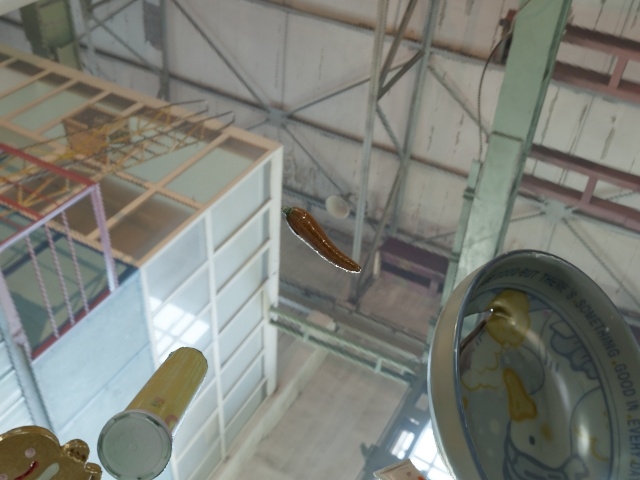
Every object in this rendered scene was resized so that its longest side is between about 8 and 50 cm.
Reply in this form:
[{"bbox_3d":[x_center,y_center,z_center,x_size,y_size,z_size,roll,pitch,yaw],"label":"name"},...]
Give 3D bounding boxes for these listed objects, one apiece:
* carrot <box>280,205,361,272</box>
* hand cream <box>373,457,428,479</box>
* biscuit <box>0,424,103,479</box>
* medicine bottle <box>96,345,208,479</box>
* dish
[{"bbox_3d":[0.000,0.000,0.916,0.142,0.035,0.035,43,-42,-14],"label":"carrot"},{"bbox_3d":[0.135,0.335,0.881,0.052,0.038,0.216,14,-1,-17],"label":"hand cream"},{"bbox_3d":[-0.519,0.428,1.230,0.035,0.184,0.249,35,-18,51],"label":"biscuit"},{"bbox_3d":[-0.268,0.276,1.162,0.108,0.426,0.108,0,-85,-1],"label":"medicine bottle"},{"bbox_3d":[0.181,0.157,0.626,0.273,0.273,0.133,50,-40,-9],"label":"dish"}]
